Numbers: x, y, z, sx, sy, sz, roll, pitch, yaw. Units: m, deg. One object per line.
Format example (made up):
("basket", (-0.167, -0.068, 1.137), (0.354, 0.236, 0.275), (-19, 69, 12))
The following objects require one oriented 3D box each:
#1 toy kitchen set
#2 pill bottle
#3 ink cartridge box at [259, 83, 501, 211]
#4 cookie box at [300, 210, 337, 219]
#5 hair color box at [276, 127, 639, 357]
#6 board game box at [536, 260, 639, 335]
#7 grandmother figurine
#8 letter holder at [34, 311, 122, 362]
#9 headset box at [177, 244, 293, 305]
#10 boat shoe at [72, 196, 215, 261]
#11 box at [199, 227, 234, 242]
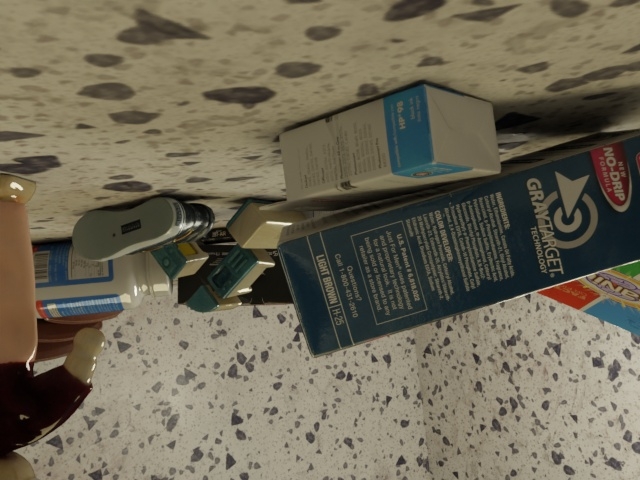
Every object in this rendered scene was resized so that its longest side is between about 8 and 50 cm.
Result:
("toy kitchen set", (-0.155, -0.011, 0.974), (0.207, 0.166, 0.122), (-48, 159, 19))
("pill bottle", (-0.361, 0.058, 1.127), (0.222, 0.124, 0.124), (-4, 175, -7))
("ink cartridge box", (0.040, -0.068, 0.559), (0.180, 0.060, 0.104), (-11, 174, 40))
("cookie box", (0.008, -0.033, 1.012), (0.107, 0.040, 0.092), (-9, 174, 30))
("hair color box", (0.141, -0.007, 0.626), (0.347, 0.105, 0.174), (-17, -174, 0))
("board game box", (0.397, 0.030, 0.887), (0.242, 0.064, 0.316), (24, 164, 23))
("grandmother figurine", (-0.302, 0.116, 0.624), (0.208, 0.342, 0.104), (-6, 175, 3))
("letter holder", (-0.624, 0.180, 1.647), (0.152, 0.214, 0.302), (-8, 174, 17))
("headset box", (-0.146, 0.069, 1.293), (0.218, 0.110, 0.293), (0, 175, -2))
("boat shoe", (-0.223, -0.010, 0.856), (0.183, 0.065, 0.083), (-10, 172, 30))
("box", (-0.175, -0.008, 1.196), (0.067, 0.018, 0.083), (-6, 175, -2))
